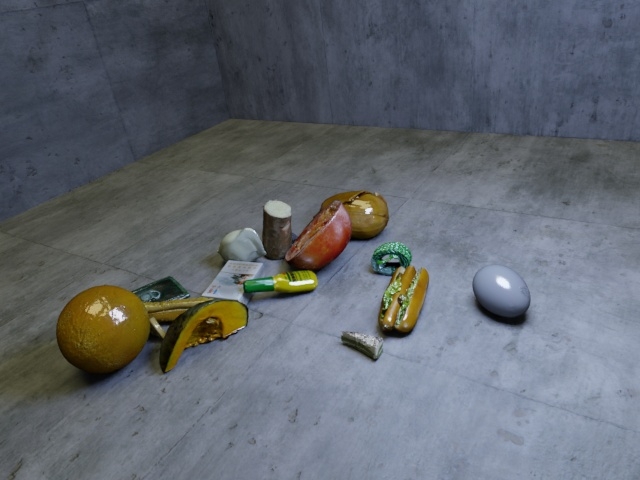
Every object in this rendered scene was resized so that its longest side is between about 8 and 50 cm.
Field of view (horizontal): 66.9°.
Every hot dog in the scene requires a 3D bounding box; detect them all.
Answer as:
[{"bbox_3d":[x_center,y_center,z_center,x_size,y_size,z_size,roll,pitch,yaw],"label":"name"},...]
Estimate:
[{"bbox_3d":[0.269,0.181,1.573,0.135,0.100,0.337,6,32,22],"label":"hot dog"},{"bbox_3d":[-0.493,0.238,1.671,0.285,0.088,0.061,0,21,-1],"label":"hot dog"}]

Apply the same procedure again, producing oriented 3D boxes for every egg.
[{"bbox_3d":[0.559,0.156,1.500,0.146,0.147,0.199,-16,37,-14],"label":"egg"}]

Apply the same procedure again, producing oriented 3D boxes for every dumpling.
[{"bbox_3d":[-0.314,0.033,1.918,0.250,0.162,0.132,-27,33,42],"label":"dumpling"}]

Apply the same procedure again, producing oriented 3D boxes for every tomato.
[{"bbox_3d":[0.012,0.003,1.845,0.338,0.143,0.338,-46,9,9],"label":"tomato"}]

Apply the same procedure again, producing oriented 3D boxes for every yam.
[{"bbox_3d":[-0.174,-0.036,1.943,0.128,0.238,0.129,21,38,19],"label":"yam"}]

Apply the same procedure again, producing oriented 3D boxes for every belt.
[{"bbox_3d":[0.252,0.074,1.750,0.151,0.121,0.079,-6,32,28],"label":"belt"}]

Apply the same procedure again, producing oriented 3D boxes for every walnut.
[{"bbox_3d":[0.123,-0.107,2.025,0.336,0.209,0.209,-2,29,20],"label":"walnut"}]

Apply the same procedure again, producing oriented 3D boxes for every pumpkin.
[{"bbox_3d":[-0.398,0.253,1.535,0.312,0.169,0.148,-29,38,-34],"label":"pumpkin"}]

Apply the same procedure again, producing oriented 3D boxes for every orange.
[{"bbox_3d":[-0.658,0.268,1.483,0.274,0.274,0.274,-6,29,3],"label":"orange"}]

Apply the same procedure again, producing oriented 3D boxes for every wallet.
[{"bbox_3d":[-0.620,0.214,1.785,0.236,0.055,0.160,-28,42,-32],"label":"wallet"}]

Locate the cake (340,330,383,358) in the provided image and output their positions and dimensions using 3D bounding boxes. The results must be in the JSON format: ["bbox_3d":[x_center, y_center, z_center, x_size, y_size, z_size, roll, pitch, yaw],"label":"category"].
[{"bbox_3d":[0.126,0.302,1.447,0.140,0.051,0.055,19,32,39],"label":"cake"}]

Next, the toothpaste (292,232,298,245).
[{"bbox_3d":[-0.112,0.003,2.045,0.071,0.045,0.193,-32,43,-23],"label":"toothpaste"}]

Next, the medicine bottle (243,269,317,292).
[{"bbox_3d":[-0.142,0.152,1.715,0.260,0.064,0.095,-5,34,-19],"label":"medicine bottle"}]

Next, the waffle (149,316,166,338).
[{"bbox_3d":[-0.568,0.311,1.636,0.152,0.098,0.023,-25,12,48],"label":"waffle"}]

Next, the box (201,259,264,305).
[{"bbox_3d":[-0.315,0.165,1.779,0.149,0.067,0.233,1,31,17],"label":"box"}]
